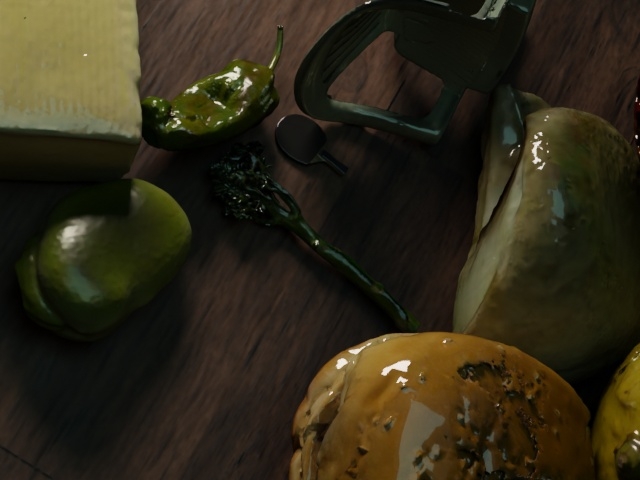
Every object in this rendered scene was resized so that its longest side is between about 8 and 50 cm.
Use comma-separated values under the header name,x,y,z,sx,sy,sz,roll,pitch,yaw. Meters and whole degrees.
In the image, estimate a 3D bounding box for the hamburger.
name,x,y,z,sx,sy,sz,roll,pitch,yaw
hamburger,0.117,0.232,1.459,0.284,0.174,0.304,8,76,-33

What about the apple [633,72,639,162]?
name,x,y,z,sx,sy,sz,roll,pitch,yaw
apple,0.500,-0.121,1.531,0.374,0.384,0.374,-11,113,-29

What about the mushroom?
name,x,y,z,sx,sy,sz,roll,pitch,yaw
mushroom,0.261,-0.012,1.606,0.217,0.212,0.292,14,58,-9

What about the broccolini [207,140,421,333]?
name,x,y,z,sx,sy,sz,roll,pitch,yaw
broccolini,-0.001,0.001,1.566,0.254,0.057,0.071,39,103,-1

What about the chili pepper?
name,x,y,z,sx,sy,sz,roll,pitch,yaw
chili pepper,-0.087,-0.131,1.569,0.072,0.073,0.204,32,43,30

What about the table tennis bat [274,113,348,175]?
name,x,y,z,sx,sy,sz,roll,pitch,yaw
table tennis bat,-0.008,-0.092,1.625,0.083,0.007,0.050,36,60,-4

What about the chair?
name,x,y,z,sx,sy,sz,roll,pitch,yaw
chair,0.107,-0.224,1.625,0.190,0.203,0.274,23,54,-1

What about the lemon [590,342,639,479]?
name,x,y,z,sx,sy,sz,roll,pitch,yaw
lemon,0.390,0.193,1.541,0.284,0.260,0.260,-27,82,-25

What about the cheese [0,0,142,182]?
name,x,y,z,sx,sy,sz,roll,pitch,yaw
cheese,-0.288,-0.196,1.484,0.242,0.124,0.265,5,67,-25

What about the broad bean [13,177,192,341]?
name,x,y,z,sx,sy,sz,roll,pitch,yaw
broad bean,-0.197,0.016,1.468,0.124,0.082,0.174,39,50,-5
